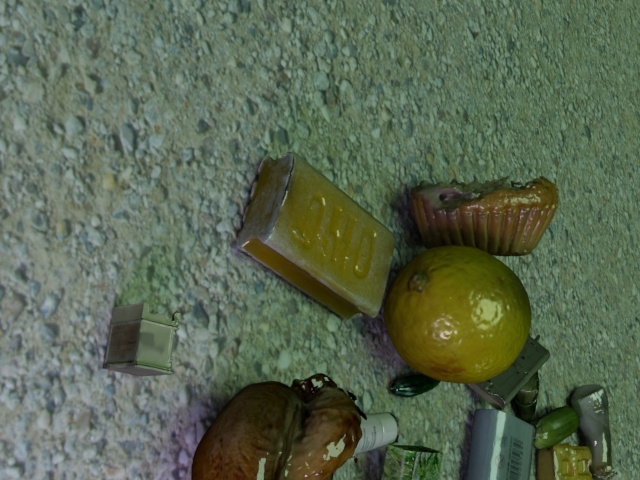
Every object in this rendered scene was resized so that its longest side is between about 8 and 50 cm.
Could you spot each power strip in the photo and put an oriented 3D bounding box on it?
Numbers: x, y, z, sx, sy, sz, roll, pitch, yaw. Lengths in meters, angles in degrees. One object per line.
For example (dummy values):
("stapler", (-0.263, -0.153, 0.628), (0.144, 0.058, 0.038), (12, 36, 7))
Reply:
("power strip", (0.398, 0.255, 1.799), (0.092, 0.034, 0.268), (39, 41, 18))

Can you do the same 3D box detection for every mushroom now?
("mushroom", (0.641, 0.451, 2.032), (0.092, 0.081, 0.223), (-15, 97, -66))
("mushroom", (-0.058, 0.309, 1.200), (0.283, 0.195, 0.263), (-42, 120, -38))

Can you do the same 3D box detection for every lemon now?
("lemon", (0.239, 0.130, 1.520), (0.267, 0.267, 0.267), (11, 76, -46))

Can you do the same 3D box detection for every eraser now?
("eraser", (0.352, 0.464, 1.710), (0.174, 0.081, 0.226), (35, 58, -43))

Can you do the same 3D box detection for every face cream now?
("face cream", (0.028, 0.316, 1.401), (0.244, 0.058, 0.092), (1, 96, -44))

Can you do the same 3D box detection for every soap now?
("soap", (0.000, 0.000, 1.400), (0.274, 0.089, 0.173), (36, 57, -39))

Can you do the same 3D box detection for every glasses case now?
("glasses case", (0.137, 0.481, 1.447), (0.095, 0.062, 0.272), (14, 84, -46))

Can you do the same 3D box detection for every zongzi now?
("zongzi", (0.441, 0.323, 1.863), (0.109, 0.055, 0.119), (-66, 152, -50))

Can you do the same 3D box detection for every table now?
("table", (-0.230, 0.130, 1.129), (0.062, 0.079, 0.083), (21, 67, -43))

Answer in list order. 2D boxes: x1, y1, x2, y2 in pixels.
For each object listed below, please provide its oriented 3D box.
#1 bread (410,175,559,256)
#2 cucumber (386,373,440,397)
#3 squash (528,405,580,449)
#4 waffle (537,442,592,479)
("bread", (0.306, -0.048, 1.617), (0.274, 0.274, 0.149), (-11, 100, -48))
("cucumber", (0.178, 0.263, 1.586), (0.168, 0.039, 0.039), (-4, 86, -49))
("squash", (0.504, 0.404, 1.881), (0.239, 0.069, 0.069), (0, 83, -57))
("waffle", (0.539, 0.583, 1.911), (0.168, 0.057, 0.273), (13, 73, -45))
